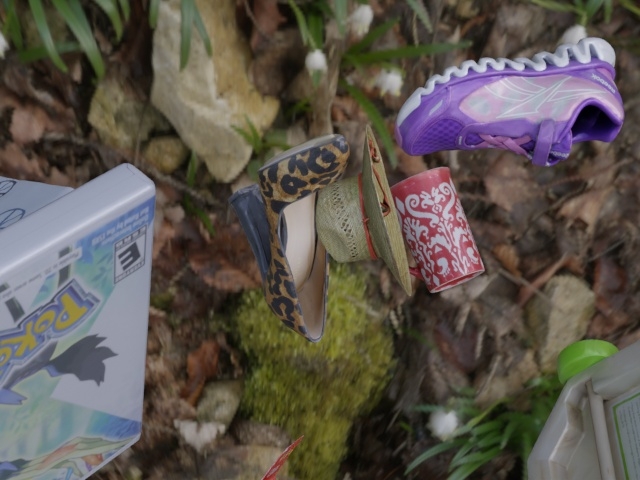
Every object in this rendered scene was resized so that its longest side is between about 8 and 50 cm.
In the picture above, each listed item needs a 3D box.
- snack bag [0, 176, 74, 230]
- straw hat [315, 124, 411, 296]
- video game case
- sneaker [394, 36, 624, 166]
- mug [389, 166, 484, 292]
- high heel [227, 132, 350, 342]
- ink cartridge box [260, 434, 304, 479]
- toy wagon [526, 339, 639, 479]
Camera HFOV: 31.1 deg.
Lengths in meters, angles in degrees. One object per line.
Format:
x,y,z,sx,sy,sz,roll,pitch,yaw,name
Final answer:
-0.514,0.020,1.554,0.323,0.342,0.037,-42,120,-25,snack bag
0.028,-0.018,0.940,0.061,0.144,0.144,-14,71,8,straw hat
-0.247,0.131,0.774,0.036,0.300,0.329,37,50,23,video game case
0.190,-0.116,1.100,0.236,0.095,0.105,-15,64,-11,sneaker
0.168,-0.007,1.788,0.113,0.150,0.169,-12,75,-44,mug
0.000,0.000,1.178,0.093,0.261,0.186,-24,86,-28,high heel
-0.065,0.319,1.353,0.045,0.145,0.179,37,91,8,ink cartridge box
0.299,0.154,0.861,0.068,0.344,0.267,30,41,-29,toy wagon
